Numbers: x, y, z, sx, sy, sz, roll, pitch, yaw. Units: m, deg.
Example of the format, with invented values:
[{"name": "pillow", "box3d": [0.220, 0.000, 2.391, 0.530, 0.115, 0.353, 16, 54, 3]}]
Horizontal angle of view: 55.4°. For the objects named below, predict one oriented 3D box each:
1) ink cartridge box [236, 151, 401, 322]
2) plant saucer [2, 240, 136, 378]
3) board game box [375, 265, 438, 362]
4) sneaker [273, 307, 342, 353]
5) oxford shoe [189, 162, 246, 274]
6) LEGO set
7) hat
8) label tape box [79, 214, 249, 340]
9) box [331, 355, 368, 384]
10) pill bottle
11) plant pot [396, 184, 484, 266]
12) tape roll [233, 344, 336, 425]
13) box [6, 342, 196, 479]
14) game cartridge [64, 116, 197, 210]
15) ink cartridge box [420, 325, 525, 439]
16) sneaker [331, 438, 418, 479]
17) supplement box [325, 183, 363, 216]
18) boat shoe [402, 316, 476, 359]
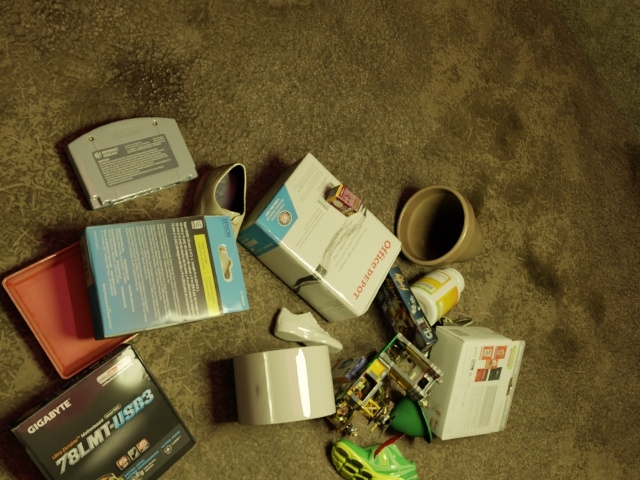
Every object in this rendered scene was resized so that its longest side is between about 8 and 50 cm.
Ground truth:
[{"name": "ink cartridge box", "box3d": [0.000, 0.000, 1.730, 0.395, 0.166, 0.285, 43, 58, -14]}, {"name": "plant saucer", "box3d": [-0.547, 0.144, 1.411, 0.259, 0.047, 0.258, -34, 96, -36]}, {"name": "board game box", "box3d": [0.244, 0.219, 1.781, 0.042, 0.165, 0.243, -17, 64, -20]}, {"name": "sneaker", "box3d": [-0.026, 0.248, 1.705, 0.212, 0.080, 0.094, 25, 53, -23]}, {"name": "oxford shoe", "box3d": [-0.277, -0.023, 1.569, 0.140, 0.146, 0.397, 16, 69, -31]}, {"name": "LEGO set", "box3d": [0.185, 0.429, 1.672, 0.192, 0.255, 0.331, 43, 48, 9]}, {"name": "hat", "box3d": [0.204, 0.530, 1.752, 0.183, 0.208, 0.173, -21, 61, -7]}, {"name": "label tape box", "box3d": [-0.367, 0.081, 1.444, 0.347, 0.115, 0.249, -7, 80, -33]}, {"name": "box", "box3d": [0.075, 0.362, 1.694, 0.028, 0.136, 0.081, 52, 57, -10]}, {"name": "pill bottle", "box3d": [0.355, 0.172, 1.917, 0.245, 0.136, 0.136, -27, 92, -48]}, {"name": "plant pot", "box3d": [0.415, -0.023, 1.978, 0.229, 0.263, 0.263, 22, 65, -45]}, {"name": "tape roll", "box3d": [-0.091, 0.360, 1.524, 0.246, 0.246, 0.169, 0, 77, -33]}, {"name": "box", "box3d": [-0.469, 0.430, 1.344, 0.295, 0.073, 0.293, -37, 107, -34]}, {"name": "game cartridge", "box3d": [-0.479, -0.208, 1.552, 0.294, 0.060, 0.196, -23, 93, -35]}, {"name": "ink cartridge box", "box3d": [0.460, 0.427, 1.859, 0.272, 0.130, 0.309, 6, 100, -32]}, {"name": "sneaker", "box3d": [0.151, 0.620, 1.707, 0.295, 0.109, 0.123, 32, 41, -21]}, {"name": "supplement box", "box3d": [0.065, -0.109, 1.669, 0.083, 0.055, 0.043, 36, 59, -19]}, {"name": "boat shoe", "box3d": [0.377, 0.291, 1.926, 0.305, 0.109, 0.091, -14, 89, -31]}]
